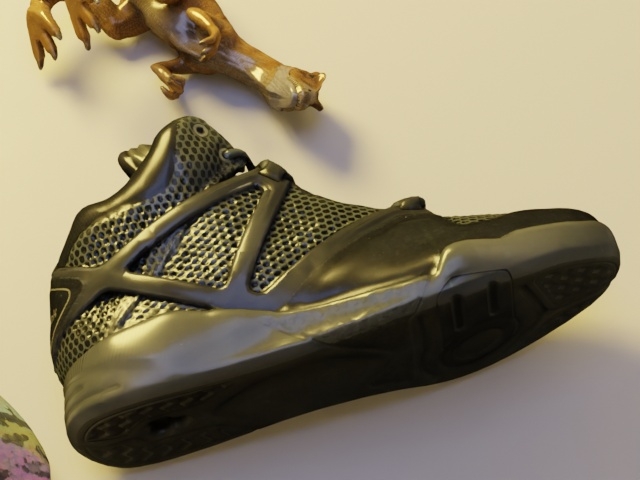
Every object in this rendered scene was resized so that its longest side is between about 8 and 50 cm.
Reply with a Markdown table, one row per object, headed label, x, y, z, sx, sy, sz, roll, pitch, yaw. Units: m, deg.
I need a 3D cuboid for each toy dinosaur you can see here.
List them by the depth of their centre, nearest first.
| label | x | y | z | sx | sy | sz | roll | pitch | yaw |
| --- | --- | --- | --- | --- | --- | --- | --- | --- | --- |
| toy dinosaur | -0.080 | -0.120 | 0.874 | 0.112 | 0.064 | 0.211 | -19 | 63 | -36 |

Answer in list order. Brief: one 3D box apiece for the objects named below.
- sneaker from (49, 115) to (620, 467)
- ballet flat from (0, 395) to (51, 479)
| label | x | y | z | sx | sy | sz | roll | pitch | yaw |
| --- | --- | --- | --- | --- | --- | --- | --- | --- | --- |
| sneaker | 0.000 | 0.000 | 0.758 | 0.227 | 0.087 | 0.130 | -15 | 61 | -5 |
| ballet flat | -0.202 | 0.042 | 0.730 | 0.221 | 0.079 | 0.077 | 30 | 58 | 19 |
